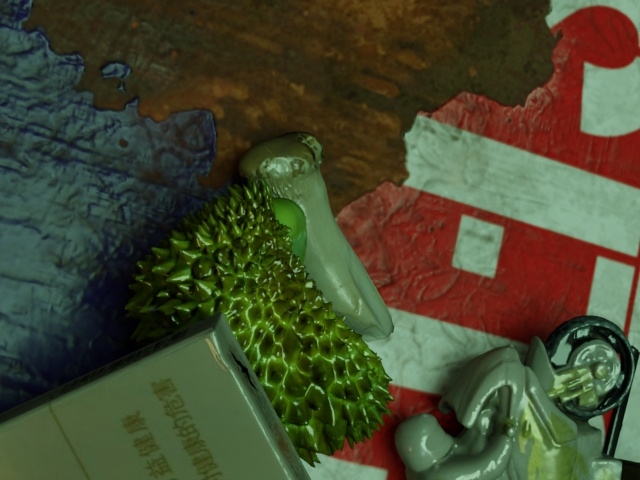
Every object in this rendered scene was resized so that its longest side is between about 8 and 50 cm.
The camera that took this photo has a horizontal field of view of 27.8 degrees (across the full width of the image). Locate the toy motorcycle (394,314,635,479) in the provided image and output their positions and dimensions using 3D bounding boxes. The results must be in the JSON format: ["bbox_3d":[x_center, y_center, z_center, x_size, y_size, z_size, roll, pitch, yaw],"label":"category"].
[{"bbox_3d":[0.169,0.229,1.188,0.222,0.108,0.341,8,92,-15],"label":"toy motorcycle"}]

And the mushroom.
[{"bbox_3d":[0.000,0.000,1.145,0.209,0.071,0.084,63,23,-16],"label":"mushroom"}]

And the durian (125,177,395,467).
[{"bbox_3d":[-0.055,0.082,1.038,0.176,0.200,0.237,-29,100,2],"label":"durian"}]

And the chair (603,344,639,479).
[{"bbox_3d":[0.351,0.250,1.246,0.172,0.158,0.247,39,72,-21],"label":"chair"}]

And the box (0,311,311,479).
[{"bbox_3d":[-0.188,0.218,0.954,0.365,0.051,0.205,-25,101,10],"label":"box"}]
